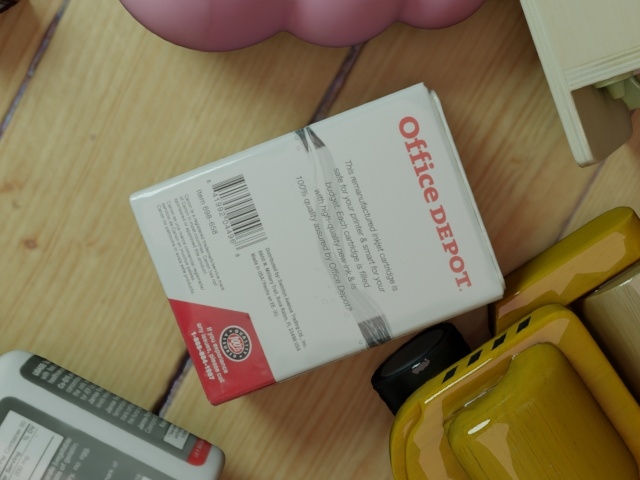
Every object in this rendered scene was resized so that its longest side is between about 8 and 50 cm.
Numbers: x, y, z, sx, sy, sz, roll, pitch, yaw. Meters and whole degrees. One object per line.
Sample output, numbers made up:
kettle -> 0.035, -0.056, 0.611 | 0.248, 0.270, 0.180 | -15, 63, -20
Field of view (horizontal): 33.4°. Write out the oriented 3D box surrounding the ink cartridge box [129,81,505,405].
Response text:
ink cartridge box -> 0.000, 0.000, 0.946 | 0.273, 0.114, 0.196 | -20, 95, 4

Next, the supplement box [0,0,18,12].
supplement box -> -0.350, -0.278, 0.922 | 0.081, 0.104, 0.188 | -30, 95, 5

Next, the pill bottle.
pill bottle -> -0.243, 0.197, 0.949 | 0.283, 0.161, 0.161 | 28, 96, -2

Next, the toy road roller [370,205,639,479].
toy road roller -> 0.213, 0.139, 0.896 | 0.330, 0.240, 0.202 | -34, 96, 4

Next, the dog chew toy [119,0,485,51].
dog chew toy -> -0.005, -0.251, 0.881 | 0.332, 0.206, 0.206 | 5, 97, -8

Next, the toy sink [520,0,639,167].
toy sink -> 0.256, -0.198, 0.880 | 0.131, 0.153, 0.234 | -16, 97, 32
